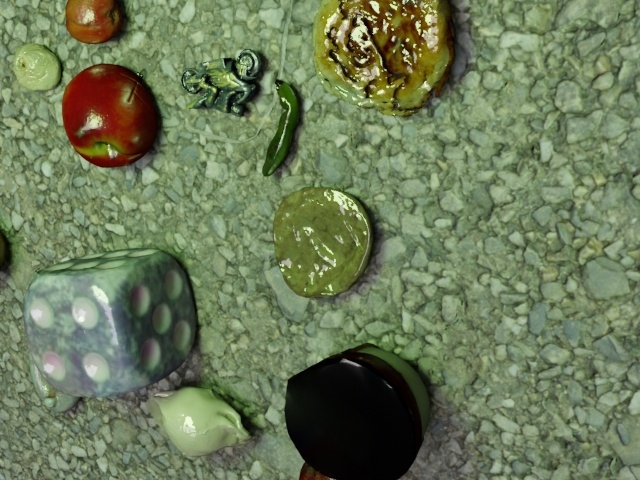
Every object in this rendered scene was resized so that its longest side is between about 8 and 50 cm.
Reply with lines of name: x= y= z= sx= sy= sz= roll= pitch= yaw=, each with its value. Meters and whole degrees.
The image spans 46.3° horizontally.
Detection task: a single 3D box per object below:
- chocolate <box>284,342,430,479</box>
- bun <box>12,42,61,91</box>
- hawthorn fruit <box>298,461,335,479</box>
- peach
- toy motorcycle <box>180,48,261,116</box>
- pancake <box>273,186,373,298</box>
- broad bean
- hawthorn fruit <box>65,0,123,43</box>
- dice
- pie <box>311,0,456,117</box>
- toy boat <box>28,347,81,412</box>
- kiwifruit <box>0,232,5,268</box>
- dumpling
chocolate: x=0.086 y=0.323 z=1.469 sx=0.284 sy=0.186 sz=0.283 roll=9 pitch=113 yaw=22
bun: x=-0.646 y=-0.389 z=1.691 sx=0.115 sy=0.069 sz=0.115 roll=7 pitch=108 yaw=23
hawthorn fruit: x=0.051 y=0.519 z=1.555 sx=0.157 sy=0.157 sz=0.194 roll=-41 pitch=90 yaw=27
peach: x=-0.446 y=-0.271 z=1.598 sx=0.196 sy=0.226 sz=0.190 roll=1 pitch=144 yaw=-9
toy motorcycle: x=-0.194 y=-0.306 z=1.508 sx=0.193 sy=0.061 sz=0.124 roll=-11 pitch=101 yaw=25
pancake: x=0.000 y=0.000 z=1.505 sx=0.242 sy=0.050 sz=0.241 roll=3 pitch=97 yaw=29
broad bean: x=-0.075 y=-0.219 z=1.482 sx=0.061 sy=0.046 sz=0.195 roll=16 pitch=105 yaw=33
hawthorn fruit: x=-0.475 y=-0.474 z=1.567 sx=0.128 sy=0.128 sz=0.128 roll=6 pitch=106 yaw=23
dice: x=-0.454 y=0.170 z=1.631 sx=0.270 sy=0.270 sz=0.271 roll=-3 pitch=101 yaw=25
pie: x=0.106 y=-0.364 z=1.339 sx=0.308 sy=0.085 sz=0.308 roll=7 pitch=107 yaw=24
toy boat: x=-0.672 y=0.326 z=1.878 sx=0.155 sy=0.085 sz=0.227 roll=-1 pitch=102 yaw=24
kiwifruit: x=-0.891 y=0.032 z=1.845 sx=0.234 sy=0.196 sz=0.196 roll=-13 pitch=98 yaw=20
dumpling: x=-0.272 y=0.421 z=1.695 sx=0.258 sy=0.147 sz=0.193 roll=8 pitch=137 yaw=17
